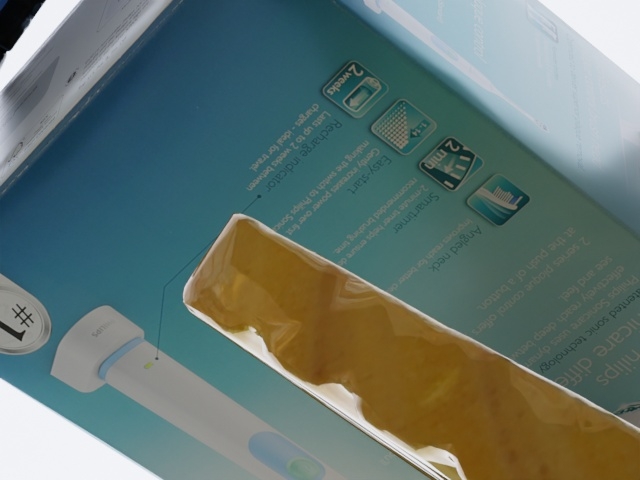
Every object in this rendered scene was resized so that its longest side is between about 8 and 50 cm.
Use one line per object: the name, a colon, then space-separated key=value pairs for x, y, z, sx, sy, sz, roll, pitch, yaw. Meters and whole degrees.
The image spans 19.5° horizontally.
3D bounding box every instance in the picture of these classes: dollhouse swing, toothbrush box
dollhouse swing: x=0.085 y=0.203 z=0.505 sx=0.347 sy=0.305 sz=0.315 roll=29 pitch=-82 yaw=48
toothbrush box: x=0.023 y=0.009 z=0.730 sx=0.216 sy=0.295 sz=0.126 roll=-44 pitch=-158 yaw=30

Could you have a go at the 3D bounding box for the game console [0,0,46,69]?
game console: x=-0.179 y=-0.120 z=0.764 sx=0.122 sy=0.107 sz=0.071 roll=33 pitch=-62 yaw=5
